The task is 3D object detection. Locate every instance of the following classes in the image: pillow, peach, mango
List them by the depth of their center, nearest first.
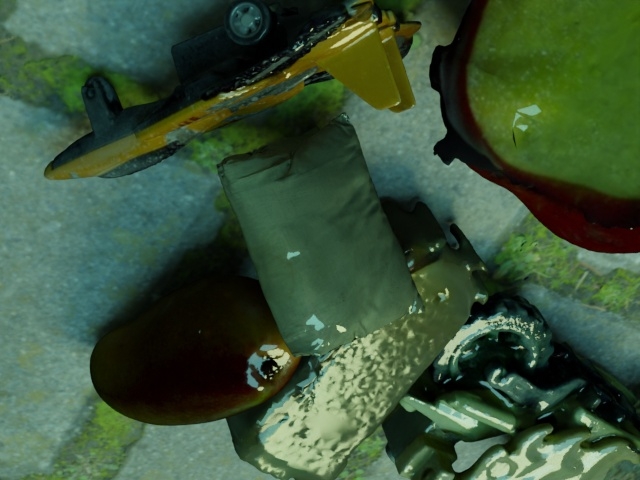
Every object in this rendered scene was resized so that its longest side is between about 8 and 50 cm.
[{"bbox_3d":[0.266,-0.151,0.753,0.361,0.258,0.201,-47,167,12],"label":"peach"},{"bbox_3d":[0.000,0.000,0.811,0.134,0.181,0.078,-26,-177,-41],"label":"pillow"},{"bbox_3d":[-0.110,0.099,0.903,0.267,0.133,0.111,-15,152,42],"label":"mango"}]

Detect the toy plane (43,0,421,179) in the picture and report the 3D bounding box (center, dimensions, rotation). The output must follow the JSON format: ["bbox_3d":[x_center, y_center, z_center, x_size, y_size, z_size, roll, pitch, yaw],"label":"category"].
[{"bbox_3d":[-0.086,-0.118,0.770,0.316,0.204,0.103,-11,92,19],"label":"toy plane"}]

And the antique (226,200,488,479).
[{"bbox_3d":[0.028,0.088,0.956,0.284,0.150,0.125,-45,128,14],"label":"antique"}]

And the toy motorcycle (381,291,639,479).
[{"bbox_3d":[0.236,0.215,1.077,0.410,0.168,0.237,36,109,-28],"label":"toy motorcycle"}]
